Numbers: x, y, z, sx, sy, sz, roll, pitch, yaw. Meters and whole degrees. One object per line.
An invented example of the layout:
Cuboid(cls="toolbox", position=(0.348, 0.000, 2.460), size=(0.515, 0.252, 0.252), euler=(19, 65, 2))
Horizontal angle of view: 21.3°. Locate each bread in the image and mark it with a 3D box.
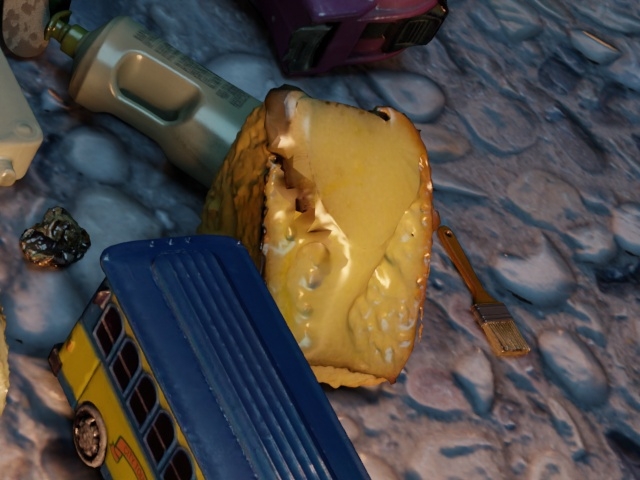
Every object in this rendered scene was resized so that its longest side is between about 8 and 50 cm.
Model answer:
Cuboid(cls="bread", position=(0.000, 0.000, 1.565), size=(0.204, 0.162, 0.262), euler=(11, 87, -27))

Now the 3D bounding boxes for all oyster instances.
Cuboid(cls="oyster", position=(-0.235, -0.001, 1.512), size=(0.054, 0.019, 0.083), euler=(37, 40, 3))

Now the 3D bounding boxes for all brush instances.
Cuboid(cls="brush", position=(0.160, 0.049, 1.734), size=(0.043, 0.014, 0.170), euler=(-1, 50, -37))

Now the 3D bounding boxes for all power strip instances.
Cuboid(cls="power strip", position=(-0.362, -0.194, 1.588), size=(0.091, 0.062, 0.385), euler=(-5, 53, -38))

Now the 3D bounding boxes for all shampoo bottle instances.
Cuboid(cls="shampoo bottle", position=(-0.166, -0.147, 1.652), size=(0.234, 0.087, 0.118), euler=(33, 39, -1))

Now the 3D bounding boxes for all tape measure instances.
Cuboid(cls="tape measure", position=(0.014, -0.302, 1.893), size=(0.245, 0.149, 0.231), euler=(-8, 58, -30))

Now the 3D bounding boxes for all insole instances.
Cuboid(cls="insole", position=(-0.286, -0.275, 1.658), size=(0.065, 0.006, 0.193), euler=(-2, 94, -34))

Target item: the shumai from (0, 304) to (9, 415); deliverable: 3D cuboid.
Cuboid(cls="shumai", position=(-0.353, 0.045, 1.261), size=(0.222, 0.225, 0.261), euler=(-6, 35, -15))

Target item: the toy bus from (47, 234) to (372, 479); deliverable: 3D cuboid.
Cuboid(cls="toy bus", position=(-0.090, 0.152, 1.337), size=(0.138, 0.175, 0.288), euler=(-6, 54, -37))

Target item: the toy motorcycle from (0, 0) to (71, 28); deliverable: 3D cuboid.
Cuboid(cls="toy motorcycle", position=(-0.283, -0.375, 1.755), size=(0.206, 0.142, 0.342), euler=(46, 53, -20))
